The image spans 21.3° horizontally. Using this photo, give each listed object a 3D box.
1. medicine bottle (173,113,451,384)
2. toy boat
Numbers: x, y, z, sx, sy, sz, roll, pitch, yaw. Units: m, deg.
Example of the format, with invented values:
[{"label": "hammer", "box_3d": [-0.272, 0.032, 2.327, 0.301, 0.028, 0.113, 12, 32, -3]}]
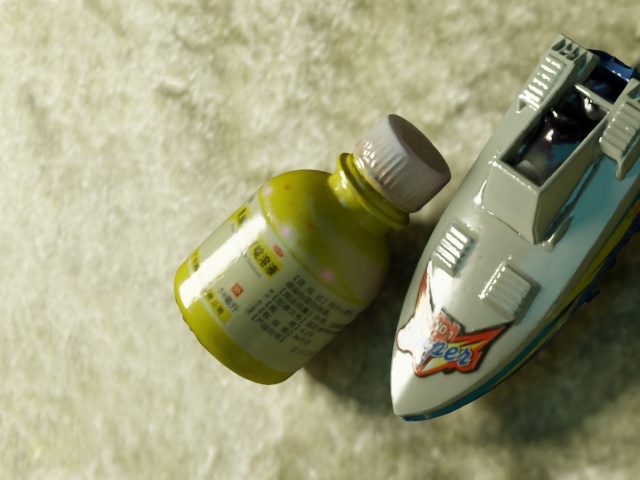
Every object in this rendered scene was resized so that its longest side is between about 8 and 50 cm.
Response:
[{"label": "medicine bottle", "box_3d": [0.000, 0.000, 1.272, 0.212, 0.122, 0.122, -44, 53, 19]}, {"label": "toy boat", "box_3d": [0.137, 0.004, 1.182, 0.129, 0.088, 0.295, 40, 101, 40]}]
